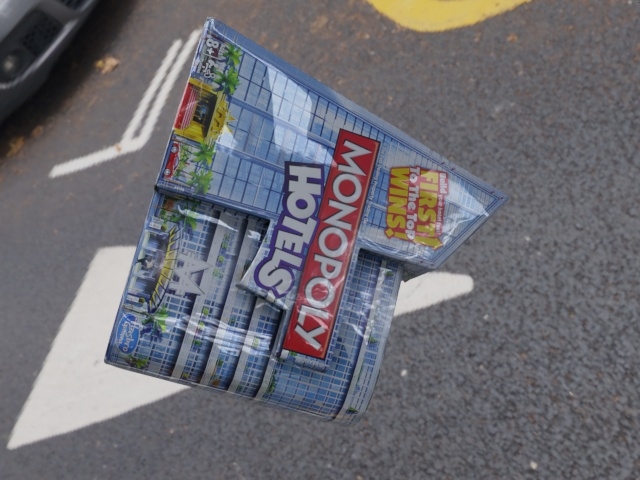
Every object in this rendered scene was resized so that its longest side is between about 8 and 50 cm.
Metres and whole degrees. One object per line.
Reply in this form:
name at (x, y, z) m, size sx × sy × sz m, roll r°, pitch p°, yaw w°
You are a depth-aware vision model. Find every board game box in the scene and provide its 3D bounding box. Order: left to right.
board game box at (0.000, 0.000, 0.465) m, size 0.060 × 0.194 × 0.194 m, roll 142°, pitch 143°, yaw -74°

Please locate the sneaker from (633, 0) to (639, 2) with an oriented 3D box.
sneaker at (0.094, -0.188, 0.348) m, size 0.153 × 0.094 × 0.235 m, roll -48°, pitch 65°, yaw 13°
